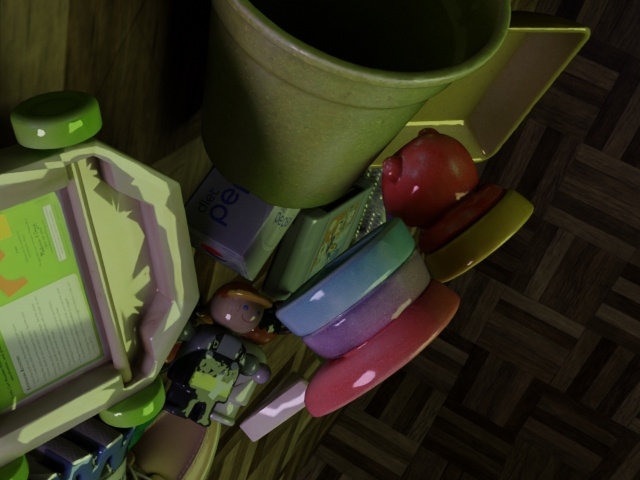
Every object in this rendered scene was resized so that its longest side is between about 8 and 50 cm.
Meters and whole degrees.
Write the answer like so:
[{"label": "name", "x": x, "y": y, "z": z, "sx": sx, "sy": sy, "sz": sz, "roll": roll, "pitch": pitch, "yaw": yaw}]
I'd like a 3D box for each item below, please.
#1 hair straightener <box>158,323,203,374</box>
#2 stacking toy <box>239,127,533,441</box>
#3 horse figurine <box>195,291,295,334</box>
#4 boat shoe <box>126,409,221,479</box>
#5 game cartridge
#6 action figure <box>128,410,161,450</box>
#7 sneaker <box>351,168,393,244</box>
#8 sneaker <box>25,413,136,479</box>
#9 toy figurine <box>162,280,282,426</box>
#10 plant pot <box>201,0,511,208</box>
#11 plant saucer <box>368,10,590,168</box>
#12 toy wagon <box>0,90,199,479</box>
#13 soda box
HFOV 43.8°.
[{"label": "hair straightener", "x": -0.201, "y": 0.147, "z": 1.053, "sx": 0.089, "sy": 0.047, "sz": 0.230, "roll": -39, "pitch": 178, "yaw": 10}, {"label": "stacking toy", "x": 0.029, "y": 0.033, "z": 0.761, "sx": 0.279, "sy": 0.130, "sz": 0.309, "roll": -37, "pitch": -178, "yaw": 40}, {"label": "horse figurine", "x": -0.088, "y": 0.118, "z": 1.232, "sx": 0.263, "sy": 0.175, "sz": 0.066, "roll": 57, "pitch": 31, "yaw": -89}, {"label": "boat shoe", "x": -0.258, "y": 0.357, "z": 1.098, "sx": 0.341, "sy": 0.122, "sz": 0.110, "roll": -57, "pitch": 166, "yaw": -12}, {"label": "game cartridge", "x": 0.000, "y": 0.000, "z": 1.468, "sx": 0.297, "sy": 0.062, "sz": 0.198, "roll": -35, "pitch": 147, "yaw": -61}, {"label": "action figure", "x": -0.239, "y": 0.227, "z": 0.951, "sx": 0.137, "sy": 0.063, "sz": 0.232, "roll": -54, "pitch": -179, "yaw": 7}, {"label": "sneaker", "x": 0.136, "y": -0.124, "z": 1.637, "sx": 0.146, "sy": 0.102, "sz": 0.293, "roll": -53, "pitch": 169, "yaw": -45}, {"label": "sneaker", "x": -0.278, "y": 0.275, "z": 0.702, "sx": 0.316, "sy": 0.128, "sz": 0.182, "roll": -31, "pitch": 132, "yaw": -45}, {"label": "toy figurine", "x": -0.144, "y": 0.078, "z": 0.783, "sx": 0.148, "sy": 0.210, "sz": 0.213, "roll": -65, "pitch": 168, "yaw": -10}, {"label": "plant pot", "x": -0.005, "y": -0.170, "z": 0.759, "sx": 0.276, "sy": 0.276, "sz": 0.254, "roll": -51, "pitch": 175, "yaw": -37}, {"label": "plant saucer", "x": 0.165, "y": -0.229, "z": 1.170, "sx": 0.333, "sy": 0.080, "sz": 0.332, "roll": -5, "pitch": 155, "yaw": -19}, {"label": "toy wagon", "x": -0.242, "y": 0.059, "z": 0.537, "sx": 0.344, "sy": 0.068, "sz": 0.267, "roll": -27, "pitch": 128, "yaw": -31}, {"label": "soda box", "x": -0.052, "y": -0.099, "z": 0.993, "sx": 0.286, "sy": 0.098, "sz": 0.091, "roll": -56, "pitch": 165, "yaw": -17}]
